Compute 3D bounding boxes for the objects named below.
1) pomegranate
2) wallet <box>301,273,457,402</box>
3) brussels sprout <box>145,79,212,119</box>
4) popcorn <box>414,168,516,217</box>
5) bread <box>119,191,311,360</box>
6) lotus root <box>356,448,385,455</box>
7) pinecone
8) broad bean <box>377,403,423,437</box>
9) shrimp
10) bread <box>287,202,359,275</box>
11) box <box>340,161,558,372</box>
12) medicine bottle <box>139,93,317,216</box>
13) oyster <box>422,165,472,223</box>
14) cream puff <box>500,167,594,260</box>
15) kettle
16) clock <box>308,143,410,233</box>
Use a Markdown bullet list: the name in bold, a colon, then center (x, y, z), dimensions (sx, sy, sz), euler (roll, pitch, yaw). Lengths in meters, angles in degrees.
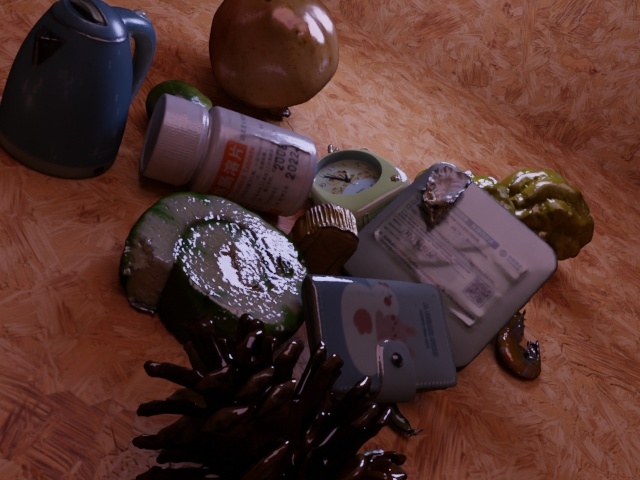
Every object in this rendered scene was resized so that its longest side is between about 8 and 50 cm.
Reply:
- **pomegranate**: center (-0.136, -0.552, 1.829), dimensions (0.412, 0.411, 0.411), euler (22, 36, -17)
- **wallet**: center (0.125, 0.198, 1.238), dimensions (0.361, 0.083, 0.252), euler (7, 66, -35)
- **brussels sprout**: center (-0.356, -0.331, 1.561), dimensions (0.162, 0.143, 0.180), euler (3, 18, -10)
- **popcorn**: center (0.368, -0.030, 1.672), dimensions (0.334, 0.293, 0.292), euler (25, 30, 15)
- **bread**: center (-0.202, 0.062, 1.212), dimensions (0.382, 0.129, 0.366), euler (6, 43, -34)
- **lotus root**: center (0.085, 0.431, 1.044), dimensions (0.144, 0.070, 0.143), euler (-14, 56, -47)
- **pinecone**: center (-0.096, 0.271, 0.832), dimensions (0.385, 0.384, 0.384), euler (22, 36, -17)
- **broad bean**: center (0.131, 0.303, 1.269), dimensions (0.069, 0.039, 0.226), euler (-2, 48, -32)
- **shrimp**: center (0.523, 0.263, 1.623), dimensions (0.150, 0.068, 0.248), euler (41, 38, -11)
- **bread**: center (0.000, 0.000, 1.400), dimensions (0.132, 0.190, 0.114), euler (21, 39, -27)
- **box**: center (0.300, 0.054, 1.473), dimensions (0.396, 0.111, 0.396), euler (-42, 75, -13)
- **medicine bottle**: center (-0.212, -0.194, 1.447), dimensions (0.372, 0.211, 0.211), euler (14, 39, -26)
- **oyster**: center (0.298, -0.118, 1.450), dimensions (0.045, 0.122, 0.146), euler (59, 17, -46)
- **cream puff**: center (0.678, -0.056, 1.979), dimensions (0.257, 0.324, 0.291), euler (-24, 39, -12)
- **kettle**: center (-0.484, -0.346, 1.296), dimensions (0.247, 0.342, 0.319), euler (39, 34, 9)
- **clock**: center (0.071, -0.153, 1.657), dimensions (0.235, 0.096, 0.308), euler (-31, 49, -19)
